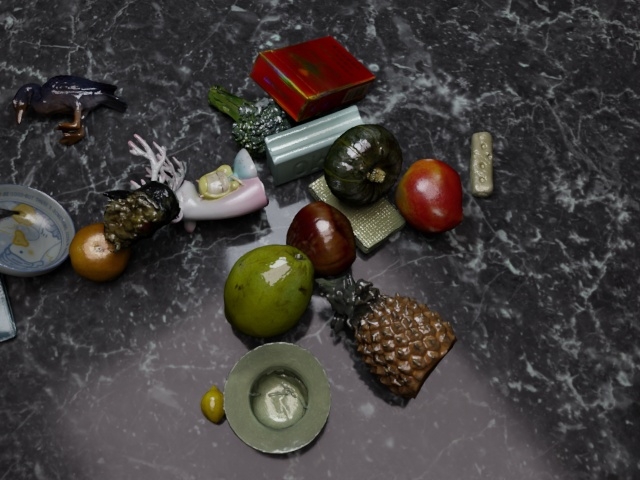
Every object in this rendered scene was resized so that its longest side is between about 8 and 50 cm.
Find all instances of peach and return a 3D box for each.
[{"bbox_3d":[0.295,-0.113,1.812,0.192,0.190,0.190,38,74,4],"label":"peach"}]

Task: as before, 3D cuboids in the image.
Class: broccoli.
[{"bbox_3d":[-0.186,-0.371,1.931,0.199,0.177,0.274,-31,60,-6],"label":"broccoli"}]

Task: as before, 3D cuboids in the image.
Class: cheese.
[{"bbox_3d":[0.449,-0.212,1.928,0.065,0.043,0.193,2,71,5],"label":"cheese"}]

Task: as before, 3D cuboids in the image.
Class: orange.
[{"bbox_3d":[-0.570,0.032,1.785,0.155,0.134,0.154,4,80,-21],"label":"orange"}]

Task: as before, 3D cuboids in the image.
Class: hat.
[{"bbox_3d":[-0.100,0.380,1.654,0.257,0.130,0.257,0,71,-1],"label":"hat"}]

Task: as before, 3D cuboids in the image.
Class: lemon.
[{"bbox_3d":[-0.260,0.398,1.683,0.065,0.065,0.092,-4,70,-2],"label":"lemon"}]

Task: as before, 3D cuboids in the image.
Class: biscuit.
[{"bbox_3d":[0.097,-0.093,1.874,0.150,0.052,0.252,-37,75,-19],"label":"biscuit"}]

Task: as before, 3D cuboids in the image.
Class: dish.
[{"bbox_3d":[-0.790,-0.002,1.785,0.273,0.134,0.273,25,42,-24],"label":"dish"}]

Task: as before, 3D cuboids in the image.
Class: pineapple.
[{"bbox_3d":[0.139,0.202,1.681,0.357,0.223,0.223,36,73,12],"label":"pineapple"}]

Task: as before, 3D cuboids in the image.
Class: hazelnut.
[{"bbox_3d":[0.000,0.000,1.767,0.178,0.178,0.204,-27,68,-10],"label":"hazelnut"}]

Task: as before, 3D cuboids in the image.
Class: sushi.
[{"bbox_3d":[-0.452,-0.071,1.688,0.213,0.115,0.147,-22,96,33],"label":"sushi"}]

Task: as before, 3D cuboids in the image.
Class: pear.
[{"bbox_3d":[-0.128,0.122,1.690,0.212,0.212,0.269,52,121,16],"label":"pear"}]

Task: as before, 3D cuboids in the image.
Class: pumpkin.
[{"bbox_3d":[0.114,-0.192,1.776,0.224,0.223,0.157,-38,47,-13],"label":"pumpkin"}]

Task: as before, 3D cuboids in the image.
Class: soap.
[{"bbox_3d":[-0.013,-0.254,1.874,0.266,0.160,0.087,-21,72,-9],"label":"soap"}]

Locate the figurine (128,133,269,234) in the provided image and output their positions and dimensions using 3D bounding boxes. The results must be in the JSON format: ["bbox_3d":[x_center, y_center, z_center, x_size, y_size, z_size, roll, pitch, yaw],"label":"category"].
[{"bbox_3d":[-0.332,-0.153,1.832,0.316,0.206,0.284,-20,77,-14],"label":"figurine"}]

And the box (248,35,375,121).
[{"bbox_3d":[-0.018,-0.452,1.910,0.197,0.089,0.313,46,43,14],"label":"box"}]

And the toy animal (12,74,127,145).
[{"bbox_3d":[-0.698,-0.379,1.933,0.298,0.122,0.185,-18,71,-8],"label":"toy animal"}]

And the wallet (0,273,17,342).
[{"bbox_3d":[-0.931,0.153,1.770,0.251,0.054,0.290,-21,73,-7],"label":"wallet"}]
